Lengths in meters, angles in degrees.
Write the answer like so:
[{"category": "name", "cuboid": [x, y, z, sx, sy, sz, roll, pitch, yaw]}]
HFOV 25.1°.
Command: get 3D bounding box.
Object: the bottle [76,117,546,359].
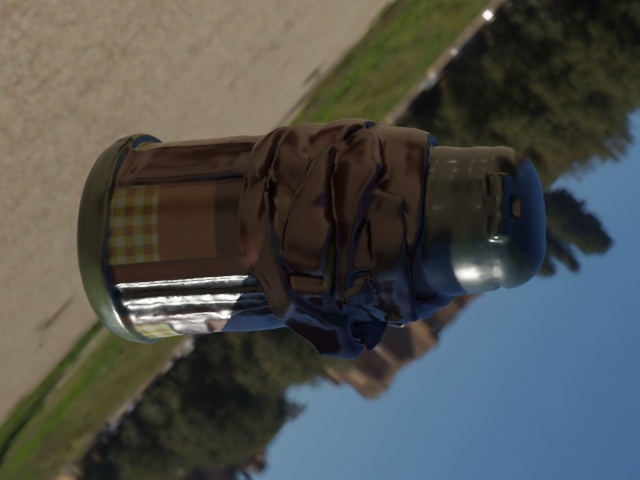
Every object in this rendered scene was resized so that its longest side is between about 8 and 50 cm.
[{"category": "bottle", "cuboid": [0.000, 0.000, 0.868, 0.156, 0.271, 0.143, 31, 58, -68]}]
